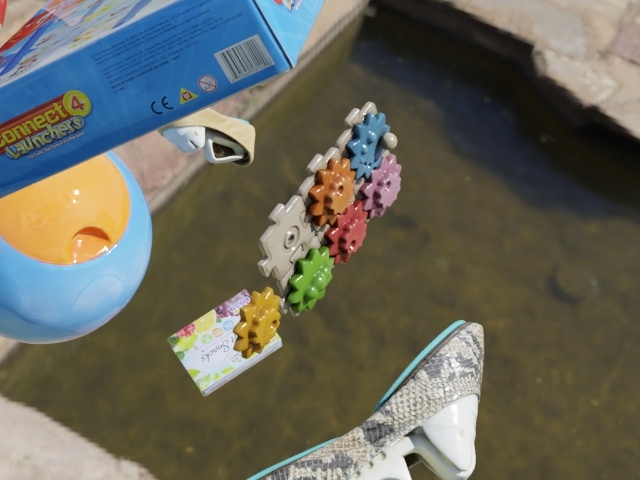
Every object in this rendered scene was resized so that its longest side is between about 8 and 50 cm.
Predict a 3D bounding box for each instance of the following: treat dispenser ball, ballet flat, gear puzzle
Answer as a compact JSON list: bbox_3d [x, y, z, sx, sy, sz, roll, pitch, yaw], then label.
[{"bbox_3d":[-0.368,-0.007,1.623,0.288,0.288,0.288,10,41,-9],"label":"treat dispenser ball"},{"bbox_3d":[0.087,0.301,1.634,0.483,0.164,0.182,-34,59,-23],"label":"ballet flat"},{"bbox_3d":[0.000,0.000,1.458,0.044,0.175,0.339,23,63,30],"label":"gear puzzle"},{"bbox_3d":[-0.169,-0.155,1.780,0.232,0.080,0.073,11,68,-53],"label":"ballet flat"}]

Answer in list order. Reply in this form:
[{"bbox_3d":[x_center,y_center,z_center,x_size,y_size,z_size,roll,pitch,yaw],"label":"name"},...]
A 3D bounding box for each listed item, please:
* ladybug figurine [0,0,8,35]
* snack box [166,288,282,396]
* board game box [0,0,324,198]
[{"bbox_3d":[-0.470,-0.351,1.382,0.305,0.449,0.162,-2,4,26],"label":"ladybug figurine"},{"bbox_3d":[-0.143,0.153,1.830,0.141,0.037,0.100,-33,70,-11],"label":"snack box"},{"bbox_3d":[-0.144,-0.184,1.061,0.308,0.086,0.302,-21,25,22],"label":"board game box"}]
